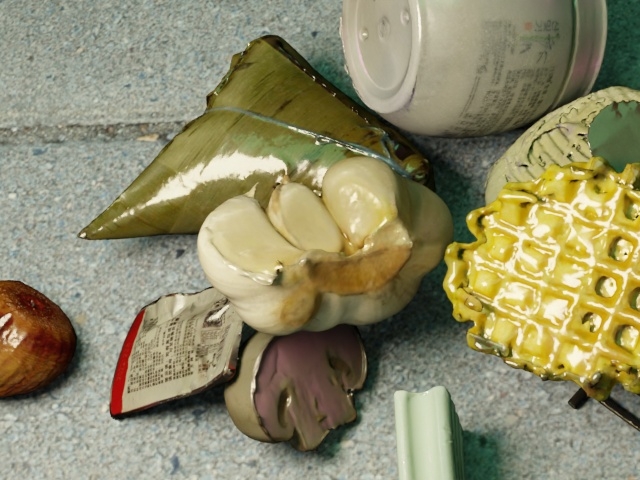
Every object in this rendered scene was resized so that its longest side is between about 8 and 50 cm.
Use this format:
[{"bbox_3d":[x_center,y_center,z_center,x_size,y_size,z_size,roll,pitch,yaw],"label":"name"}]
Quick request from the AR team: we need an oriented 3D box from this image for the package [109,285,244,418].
[{"bbox_3d":[-0.162,0.118,2.005,0.239,0.030,0.154,-18,47,41],"label":"package"}]

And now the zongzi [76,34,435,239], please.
[{"bbox_3d":[-0.070,-0.043,2.064,0.360,0.160,0.323,-42,60,-18],"label":"zongzi"}]

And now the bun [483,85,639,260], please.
[{"bbox_3d":[0.320,-0.057,1.963,0.273,0.168,0.273,-31,29,19],"label":"bun"}]

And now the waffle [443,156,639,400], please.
[{"bbox_3d":[0.270,0.046,1.808,0.280,0.060,0.262,-27,73,18],"label":"waffle"}]

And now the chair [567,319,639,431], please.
[{"bbox_3d":[0.403,0.103,1.888,0.154,0.141,0.260,37,76,28],"label":"chair"}]

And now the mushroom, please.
[{"bbox_3d":[-0.038,0.155,1.967,0.188,0.141,0.117,-31,26,-36],"label":"mushroom"}]

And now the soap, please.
[{"bbox_3d":[0.123,0.272,1.859,0.066,0.119,0.198,-9,58,10],"label":"soap"}]

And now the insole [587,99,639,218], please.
[{"bbox_3d":[0.406,-0.017,1.821,0.111,0.007,0.328,-43,83,-1],"label":"insole"}]

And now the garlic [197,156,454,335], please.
[{"bbox_3d":[0.008,0.009,1.905,0.281,0.185,0.203,-24,42,-10],"label":"garlic"}]

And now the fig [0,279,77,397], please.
[{"bbox_3d":[-0.392,0.153,2.068,0.201,0.133,0.146,-52,30,5],"label":"fig"}]

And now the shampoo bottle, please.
[{"bbox_3d":[0.183,-0.259,2.053,0.266,0.273,0.273,-5,52,-26],"label":"shampoo bottle"}]
